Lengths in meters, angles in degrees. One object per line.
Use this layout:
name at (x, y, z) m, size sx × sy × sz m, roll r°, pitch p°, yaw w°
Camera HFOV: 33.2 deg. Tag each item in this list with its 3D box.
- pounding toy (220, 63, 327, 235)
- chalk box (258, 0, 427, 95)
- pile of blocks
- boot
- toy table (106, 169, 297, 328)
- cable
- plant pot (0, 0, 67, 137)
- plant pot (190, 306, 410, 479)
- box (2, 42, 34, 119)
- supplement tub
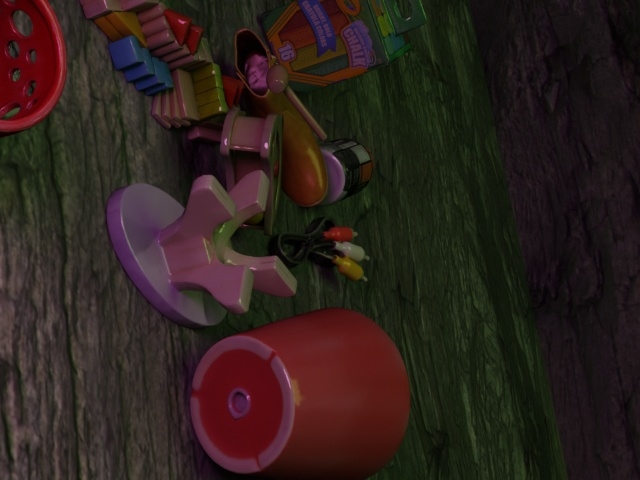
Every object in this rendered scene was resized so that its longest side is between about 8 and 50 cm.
pounding toy at (-0.075, -0.134, 1.723) m, size 0.154 × 0.155 × 0.269 m, roll -75°, pitch 170°, yaw -63°
chalk box at (0.061, -0.422, 2.127) m, size 0.180 × 0.289 × 0.179 m, roll 68°, pitch 25°, yaw -12°
pile of blocks at (-0.219, -0.274, 1.670) m, size 0.362 × 0.113 × 0.149 m, roll 42°, pitch 39°, yaw -48°
boot at (-0.079, -0.209, 1.871) m, size 0.211 × 0.104 × 0.295 m, roll 55°, pitch 12°, yaw -77°
toy table at (-0.163, 0.012, 1.559) m, size 0.274 × 0.161 × 0.252 m, roll 43°, pitch 39°, yaw -50°
cable at (0.000, 0.000, 2.007) m, size 0.287 × 0.072 × 0.139 m, roll 19°, pitch 53°, yaw -60°
plant pot at (-0.398, -0.191, 1.152) m, size 0.191 × 0.174 × 0.191 m, roll 20°, pitch 64°, yaw -49°
plant pot at (-0.043, 0.234, 1.590) m, size 0.243 × 0.275 × 0.274 m, roll 5°, pitch 70°, yaw -53°
box at (-0.427, -0.244, 1.309) m, size 0.207 × 0.036 × 0.114 m, roll 68°, pitch 25°, yaw -13°
supplement tub at (0.031, -0.137, 2.099) m, size 0.190 × 0.117 × 0.117 m, roll -27°, pitch 100°, yaw -65°
